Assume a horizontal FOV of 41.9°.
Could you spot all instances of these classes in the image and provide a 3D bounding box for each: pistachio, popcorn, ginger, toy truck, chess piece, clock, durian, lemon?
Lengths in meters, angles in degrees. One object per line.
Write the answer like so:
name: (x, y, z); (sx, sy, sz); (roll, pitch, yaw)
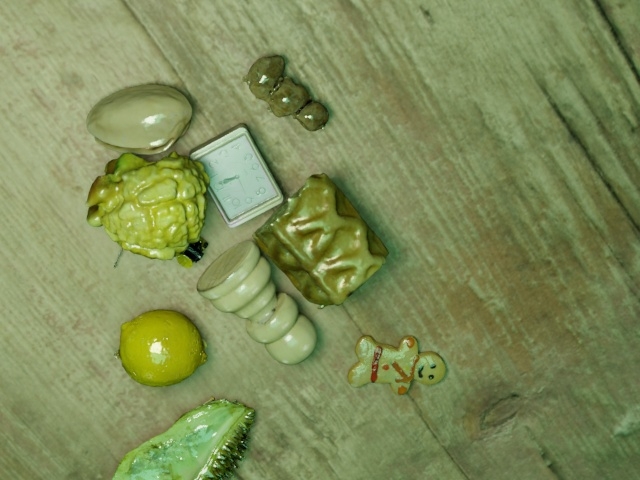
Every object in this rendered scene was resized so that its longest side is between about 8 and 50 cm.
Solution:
pistachio: (-0.377, -0.251, 1.763); (0.223, 0.126, 0.152); (-13, 73, 3)
popcorn: (-0.351, -0.073, 1.734); (0.257, 0.270, 0.224); (4, 87, 25)
ginger: (-0.069, -0.309, 1.798); (0.204, 0.080, 0.104); (43, 92, -13)
toy truck: (-0.288, 0.020, 1.867); (0.049, 0.083, 0.054); (39, 114, -14)
chess piece: (-0.122, 0.156, 1.896); (0.167, 0.167, 0.300); (-39, 112, 6)
clock: (-0.185, -0.140, 1.838); (0.146, 0.071, 0.192); (-27, 107, 2)
durian: (-0.312, 0.526, 2.003); (0.394, 0.163, 0.198); (-39, 75, 0)
lemon: (-0.353, 0.242, 1.876); (0.206, 0.173, 0.174); (8, 105, -17)

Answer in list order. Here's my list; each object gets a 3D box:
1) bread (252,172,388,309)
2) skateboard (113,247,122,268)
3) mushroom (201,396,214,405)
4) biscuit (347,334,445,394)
bread: (-0.004, 0.005, 1.832); (0.252, 0.238, 0.196); (43, 60, -10)
skateboard: (-0.432, 0.028, 1.883); (0.063, 0.032, 0.083); (23, 99, -22)
mushroom: (-0.360, 0.473, 2.019); (0.286, 0.028, 0.026); (-40, 63, 5)
biscuit: (0.190, 0.301, 2.022); (0.234, 0.030, 0.153); (10, 106, -8)
